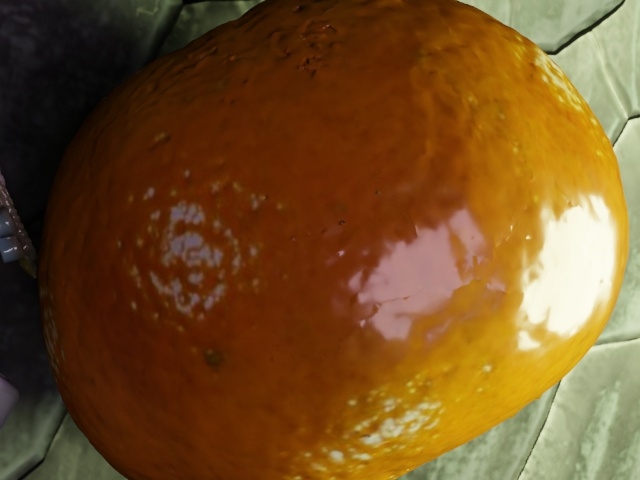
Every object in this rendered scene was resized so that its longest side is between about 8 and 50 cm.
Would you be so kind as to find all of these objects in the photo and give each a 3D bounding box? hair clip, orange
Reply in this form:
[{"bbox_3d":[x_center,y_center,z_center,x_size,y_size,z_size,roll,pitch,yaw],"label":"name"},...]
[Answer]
[{"bbox_3d":[-0.253,-0.065,1.088,0.056,0.062,0.214,-16,106,-14],"label":"hair clip"},{"bbox_3d":[0.000,0.000,1.046,0.424,0.424,0.326,-27,91,-23],"label":"orange"}]

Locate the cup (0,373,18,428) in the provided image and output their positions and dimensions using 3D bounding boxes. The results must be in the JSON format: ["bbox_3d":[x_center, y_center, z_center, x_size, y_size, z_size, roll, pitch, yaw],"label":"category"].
[{"bbox_3d":[-0.315,0.149,1.009,0.167,0.221,0.202,34,79,-13],"label":"cup"}]
